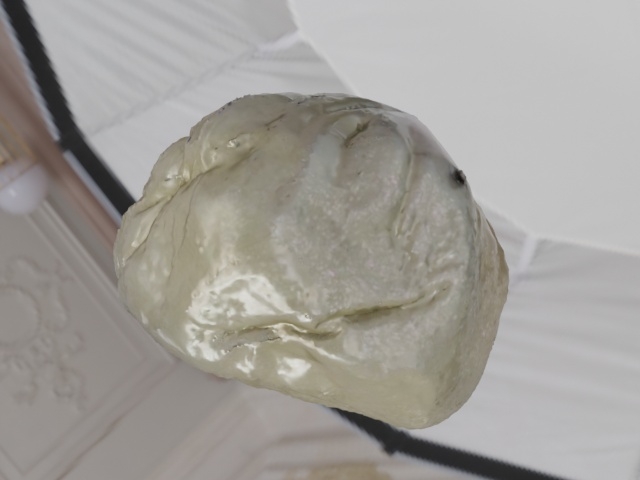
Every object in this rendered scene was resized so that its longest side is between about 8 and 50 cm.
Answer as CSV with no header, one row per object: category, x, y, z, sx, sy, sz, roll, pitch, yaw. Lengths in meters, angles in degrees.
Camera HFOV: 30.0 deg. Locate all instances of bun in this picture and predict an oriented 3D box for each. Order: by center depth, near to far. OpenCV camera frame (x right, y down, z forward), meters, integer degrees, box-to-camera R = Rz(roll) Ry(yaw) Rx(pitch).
bun,0.007,0.003,0.816,0.281,0.281,0.205,-146,-106,-78
